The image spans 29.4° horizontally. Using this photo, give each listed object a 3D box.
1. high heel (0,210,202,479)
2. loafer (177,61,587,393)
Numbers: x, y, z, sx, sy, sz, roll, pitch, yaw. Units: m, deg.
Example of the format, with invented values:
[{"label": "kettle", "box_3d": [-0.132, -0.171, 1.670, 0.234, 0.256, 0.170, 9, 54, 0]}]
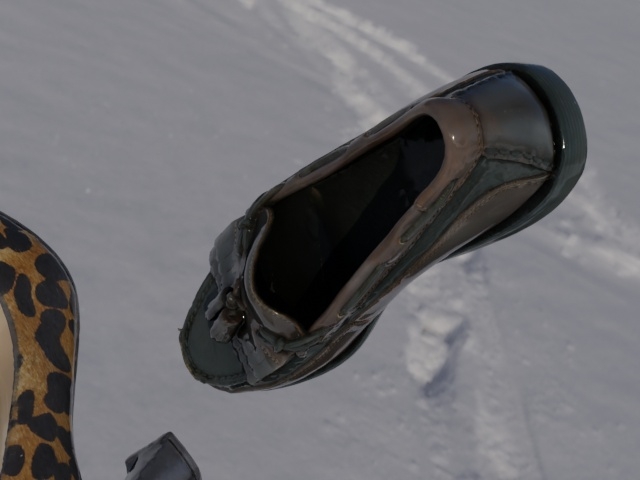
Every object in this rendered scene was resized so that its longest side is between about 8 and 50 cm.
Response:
[{"label": "high heel", "box_3d": [-0.178, 0.069, 0.541, 0.261, 0.093, 0.186, 45, 26, -1]}, {"label": "loafer", "box_3d": [0.000, 0.000, 0.574, 0.084, 0.267, 0.096, -8, 68, -46]}]
